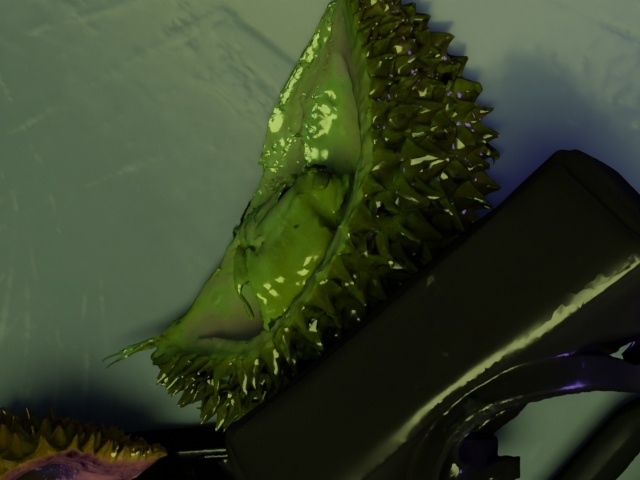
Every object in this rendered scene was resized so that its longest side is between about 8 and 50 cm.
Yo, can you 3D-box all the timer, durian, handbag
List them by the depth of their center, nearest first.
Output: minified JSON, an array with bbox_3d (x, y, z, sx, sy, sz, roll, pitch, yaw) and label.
[{"bbox_3d":[0.113,0.090,0.615,0.285,0.257,0.113,-42,61,16],"label":"handbag"},{"bbox_3d":[0.003,0.009,0.676,0.169,0.157,0.355,45,115,28],"label":"durian"},{"bbox_3d":[-0.275,0.227,0.739,0.154,0.187,0.260,29,84,-39],"label":"durian"},{"bbox_3d":[-0.127,0.226,0.788,0.188,0.055,0.144,-6,112,11],"label":"timer"}]

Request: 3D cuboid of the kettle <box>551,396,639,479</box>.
[{"bbox_3d":[0.292,0.263,0.674,0.262,0.203,0.308,33,115,-8],"label":"kettle"}]
